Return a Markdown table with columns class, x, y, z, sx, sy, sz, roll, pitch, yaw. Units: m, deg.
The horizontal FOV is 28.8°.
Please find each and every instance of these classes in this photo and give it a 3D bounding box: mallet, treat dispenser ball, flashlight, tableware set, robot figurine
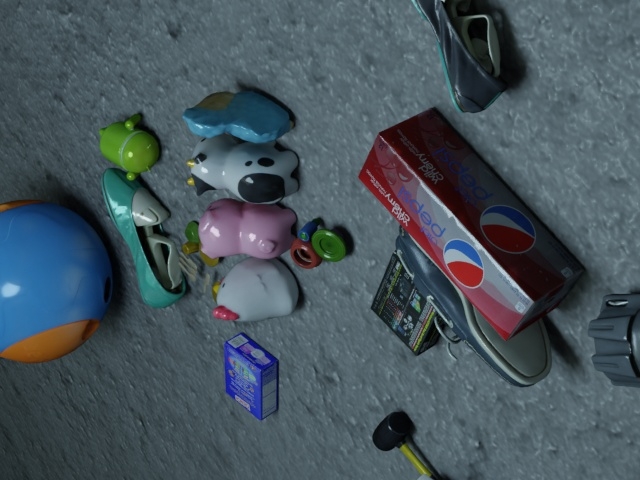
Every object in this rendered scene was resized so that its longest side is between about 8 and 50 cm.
| class | x | y | z | sx | sy | sz | roll | pitch | yaw |
| --- | --- | --- | --- | --- | --- | --- | --- | --- | --- |
| mallet | 0.141 | 0.323 | 1.714 | 0.190 | 0.039 | 0.062 | 54 | 144 | 7 |
| treat dispenser ball | -0.509 | 0.071 | 2.178 | 0.288 | 0.288 | 0.288 | 32 | 135 | 38 |
| flashlight | 0.390 | 0.109 | 1.179 | 0.103 | 0.103 | 0.304 | 48 | 152 | -21 |
| tableware set | -0.165 | 0.043 | 1.943 | 0.154 | 0.024 | 0.104 | 43 | 138 | 29 |
| robot figurine | -0.299 | -0.146 | 1.950 | 0.115 | 0.067 | 0.101 | 27 | 124 | 41 |

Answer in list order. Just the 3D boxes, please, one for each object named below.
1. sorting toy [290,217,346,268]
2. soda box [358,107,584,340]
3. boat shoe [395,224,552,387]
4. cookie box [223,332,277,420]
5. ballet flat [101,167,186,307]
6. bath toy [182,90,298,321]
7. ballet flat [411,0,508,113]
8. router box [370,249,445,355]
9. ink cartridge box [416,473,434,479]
| class | x | y | z | sx | sy | sz | roll | pitch | yaw |
| --- | --- | --- | --- | --- | --- | --- | --- | --- | --- |
| sorting toy | 0.000 | 0.000 | 1.683 | 0.102 | 0.042 | 0.061 | -21 | 111 | 44 |
| soda box | 0.164 | -0.021 | 1.395 | 0.263 | 0.092 | 0.083 | 49 | 145 | 19 |
| boat shoe | 0.170 | 0.073 | 1.448 | 0.254 | 0.095 | 0.079 | 51 | 143 | 20 |
| cookie box | -0.110 | 0.215 | 1.964 | 0.092 | 0.040 | 0.107 | 33 | 136 | 36 |
| ballet flat | -0.274 | -0.010 | 2.014 | 0.087 | 0.083 | 0.247 | -10 | 106 | 30 |
| bath toy | -0.114 | -0.029 | 1.730 | 0.151 | 0.129 | 0.348 | 28 | 134 | 40 |
| ballet flat | 0.143 | -0.235 | 1.311 | 0.074 | 0.074 | 0.203 | -28 | 83 | 56 |
| router box | 0.119 | 0.073 | 1.567 | 0.092 | 0.038 | 0.122 | 47 | 143 | 23 |
| ink cartridge box | 0.171 | 0.461 | 1.665 | 0.207 | 0.119 | 0.353 | 32 | 138 | 27 |
